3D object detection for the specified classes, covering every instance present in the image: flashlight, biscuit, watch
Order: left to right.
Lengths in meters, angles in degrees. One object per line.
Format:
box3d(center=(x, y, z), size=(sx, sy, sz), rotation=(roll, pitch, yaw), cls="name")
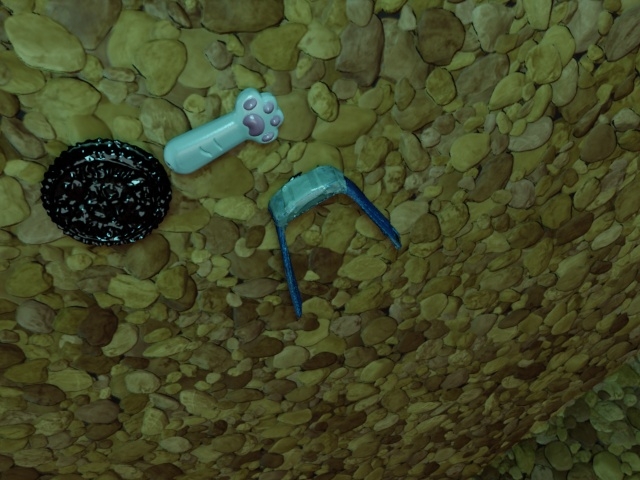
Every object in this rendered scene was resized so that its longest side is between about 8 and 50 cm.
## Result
box3d(center=(-0.333, -0.072, 0.817), size=(0.194, 0.053, 0.194), rotation=(-10, 130, -13), cls="biscuit")
box3d(center=(-0.153, -0.164, 0.813), size=(0.200, 0.047, 0.093), rotation=(-27, 132, 1), cls="flashlight")
box3d(center=(-0.012, 0.004, 1.000), size=(0.276, 0.068, 0.274), rotation=(-37, 135, 10), cls="watch")
